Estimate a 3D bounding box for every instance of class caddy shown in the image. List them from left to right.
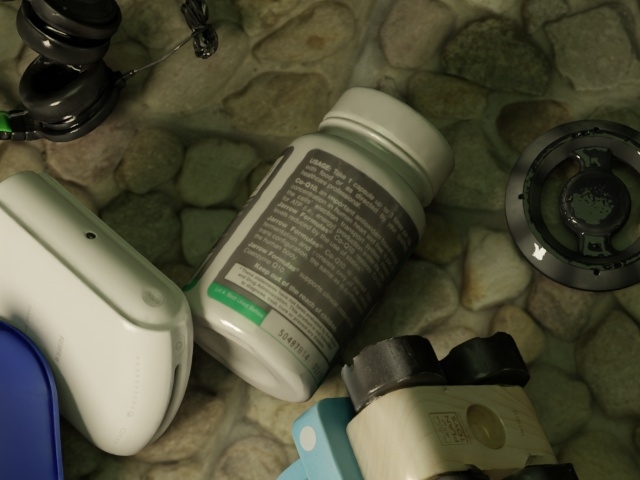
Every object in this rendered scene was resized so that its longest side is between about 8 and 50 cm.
[{"bbox_3d":[-0.424,0.256,1.706,0.241,0.179,0.341,-10,79,23],"label":"caddy"}]

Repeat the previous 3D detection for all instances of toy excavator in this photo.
[{"bbox_3d":[0.008,0.313,1.643,0.433,0.445,0.222,4,52,-42],"label":"toy excavator"}]

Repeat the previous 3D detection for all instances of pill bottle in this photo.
[{"bbox_3d":[0.000,0.000,1.783,0.204,0.204,0.361,30,72,17],"label":"pill bottle"}]

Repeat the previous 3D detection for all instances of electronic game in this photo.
[{"bbox_3d":[0.349,-0.046,1.856,0.229,0.048,0.229,-1,73,3],"label":"electronic game"}]

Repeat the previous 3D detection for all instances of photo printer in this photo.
[{"bbox_3d":[-0.283,0.098,1.743,0.307,0.256,0.107,40,45,19],"label":"photo printer"}]

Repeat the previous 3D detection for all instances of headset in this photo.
[{"bbox_3d":[-0.334,-0.263,1.939,0.394,0.243,0.185,-4,44,-12],"label":"headset"}]
